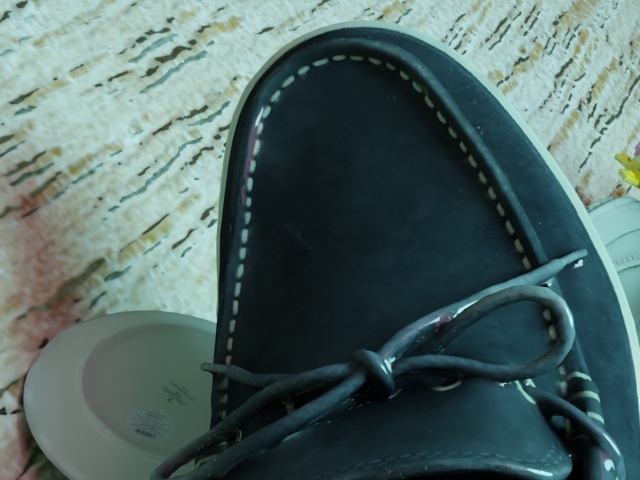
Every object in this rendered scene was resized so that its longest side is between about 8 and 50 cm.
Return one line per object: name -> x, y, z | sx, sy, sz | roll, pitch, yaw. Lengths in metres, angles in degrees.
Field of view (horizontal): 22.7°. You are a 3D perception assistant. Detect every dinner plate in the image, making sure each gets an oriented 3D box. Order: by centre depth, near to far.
dinner plate -> -0.068, 0.076, 0.752 | 0.141, 0.017, 0.141 | 10, 37, -8

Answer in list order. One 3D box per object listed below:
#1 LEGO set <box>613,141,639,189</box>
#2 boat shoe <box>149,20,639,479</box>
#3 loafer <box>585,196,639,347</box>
LEGO set -> 0.290, -0.055, 1.115 | 0.132, 0.107, 0.287 | 37, 17, 2
boat shoe -> 0.037, 0.096, 0.625 | 0.156, 0.187, 0.500 | 56, 23, -54
loafer -> 0.224, 0.034, 1.120 | 0.111, 0.112, 0.319 | 49, 30, 18
